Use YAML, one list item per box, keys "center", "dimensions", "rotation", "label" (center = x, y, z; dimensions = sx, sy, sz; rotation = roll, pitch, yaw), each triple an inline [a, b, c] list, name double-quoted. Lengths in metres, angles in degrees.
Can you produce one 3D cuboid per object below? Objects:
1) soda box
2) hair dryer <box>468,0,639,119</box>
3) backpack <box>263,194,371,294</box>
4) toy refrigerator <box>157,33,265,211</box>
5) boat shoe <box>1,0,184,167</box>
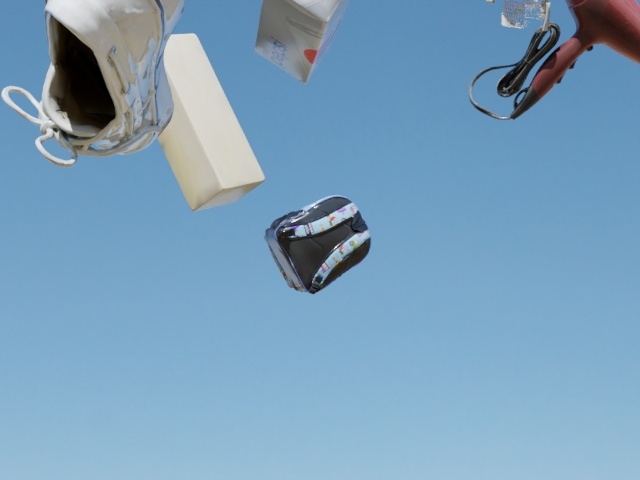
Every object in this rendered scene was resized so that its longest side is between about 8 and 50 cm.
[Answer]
- center: [-0.023, -0.311, 1.453]
  dimensions: [0.098, 0.091, 0.286]
  rotation: [32, -10, -2]
  label: "soda box"
- center: [0.372, -0.289, 1.555]
  dimensions: [0.293, 0.080, 0.224]
  rotation: [5, -66, 10]
  label: "hair dryer"
- center: [0.000, 0.000, 2.007]
  dimensions: [0.173, 0.158, 0.117]
  rotation: [-33, 10, -18]
  label: "backpack"
- center: [-0.204, -0.187, 1.681]
  dimensions: [0.094, 0.269, 0.102]
  rotation: [-31, -8, 39]
  label: "toy refrigerator"
- center: [-0.225, -0.140, 1.016]
  dimensions: [0.136, 0.156, 0.367]
  rotation: [40, -22, -2]
  label: "boat shoe"
